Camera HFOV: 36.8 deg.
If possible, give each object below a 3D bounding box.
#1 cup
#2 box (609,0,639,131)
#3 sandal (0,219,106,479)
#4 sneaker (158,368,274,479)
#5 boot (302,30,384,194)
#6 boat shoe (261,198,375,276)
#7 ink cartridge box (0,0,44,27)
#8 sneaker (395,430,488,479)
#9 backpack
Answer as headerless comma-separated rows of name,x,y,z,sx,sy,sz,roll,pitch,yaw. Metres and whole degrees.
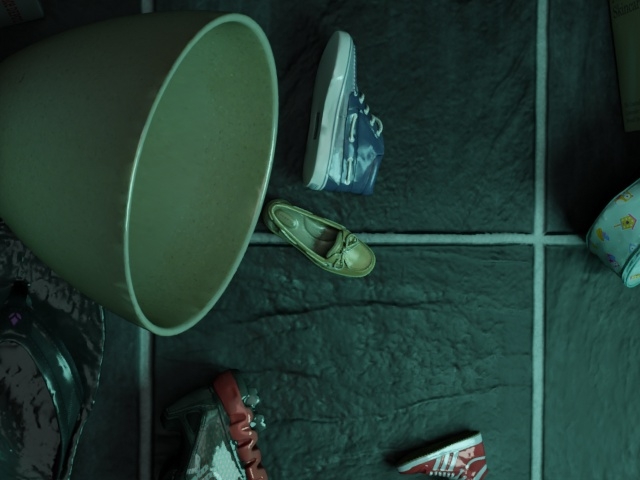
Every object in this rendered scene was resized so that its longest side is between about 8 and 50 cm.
cup,-0.217,-0.091,1.000,0.236,0.331,0.331,15,88,15
box,0.446,-0.300,1.195,0.121,0.148,0.311,-9,92,-11
sandal,-0.330,0.197,1.063,0.167,0.107,0.446,4,90,-12
sneaker,-0.113,0.295,1.116,0.135,0.097,0.276,-16,92,-11
boot,0.036,-0.150,1.158,0.086,0.069,0.190,8,98,-19
boat shoe,0.000,-0.002,1.157,0.153,0.048,0.056,33,85,-10
ink cartridge box,-0.447,-0.308,0.981,0.270,0.198,0.197,-17,94,-10
sneaker,0.155,0.287,1.199,0.118,0.042,0.067,-17,91,-13
backpack,0.426,-0.024,1.181,0.188,0.166,0.144,-32,67,-3
